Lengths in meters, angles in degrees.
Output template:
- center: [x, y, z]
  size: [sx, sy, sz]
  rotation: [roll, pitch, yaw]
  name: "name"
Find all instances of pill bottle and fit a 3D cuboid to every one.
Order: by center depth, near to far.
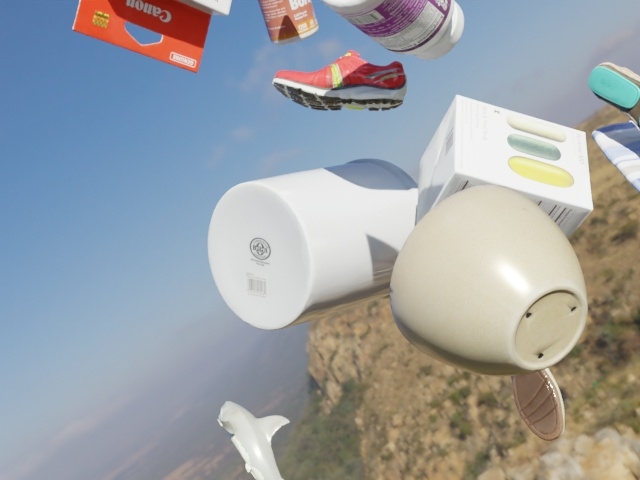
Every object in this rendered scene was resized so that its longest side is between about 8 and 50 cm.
- center: [0.134, -0.432, 1.544]
  size: [0.169, 0.169, 0.301]
  rotation: [-34, -28, 25]
  name: "pill bottle"
- center: [-0.089, -0.573, 2.016]
  size: [0.121, 0.216, 0.121]
  rotation: [-15, 25, 7]
  name: "pill bottle"

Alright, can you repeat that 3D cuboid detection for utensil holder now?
- center: [0.000, 0.000, 1.861]
  size: [0.385, 0.328, 0.327]
  rotation: [-12, -17, -47]
  name: "utensil holder"

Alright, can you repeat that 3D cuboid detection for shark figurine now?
- center: [-0.092, 0.385, 1.591]
  size: [0.116, 0.278, 0.166]
  rotation: [-33, -21, -10]
  name: "shark figurine"

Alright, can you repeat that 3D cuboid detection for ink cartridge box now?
- center: [-0.282, -0.447, 1.540]
  size: [0.275, 0.239, 0.060]
  rotation: [11, 3, -44]
  name: "ink cartridge box"

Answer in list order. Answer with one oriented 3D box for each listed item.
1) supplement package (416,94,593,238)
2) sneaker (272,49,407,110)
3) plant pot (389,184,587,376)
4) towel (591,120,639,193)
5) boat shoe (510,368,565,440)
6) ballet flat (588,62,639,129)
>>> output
- center: [0.338, -0.107, 1.634]
  size: [0.198, 0.262, 0.199]
  rotation: [115, 166, -51]
  name: "supplement package"
- center: [0.041, -0.337, 1.809]
  size: [0.278, 0.119, 0.107]
  rotation: [5, -10, 5]
  name: "sneaker"
- center: [0.270, 0.084, 1.254]
  size: [0.284, 0.284, 0.191]
  rotation: [-33, 34, -11]
  name: "plant pot"
- center: [0.737, -0.193, 1.891]
  size: [0.209, 0.034, 0.285]
  rotation: [-13, 35, 0]
  name: "towel"
- center: [0.439, 0.283, 1.781]
  size: [0.095, 0.258, 0.095]
  rotation: [-31, -26, 26]
  name: "boat shoe"
- center: [0.715, -0.289, 1.866]
  size: [0.106, 0.316, 0.108]
  rotation: [-1, -49, -37]
  name: "ballet flat"
